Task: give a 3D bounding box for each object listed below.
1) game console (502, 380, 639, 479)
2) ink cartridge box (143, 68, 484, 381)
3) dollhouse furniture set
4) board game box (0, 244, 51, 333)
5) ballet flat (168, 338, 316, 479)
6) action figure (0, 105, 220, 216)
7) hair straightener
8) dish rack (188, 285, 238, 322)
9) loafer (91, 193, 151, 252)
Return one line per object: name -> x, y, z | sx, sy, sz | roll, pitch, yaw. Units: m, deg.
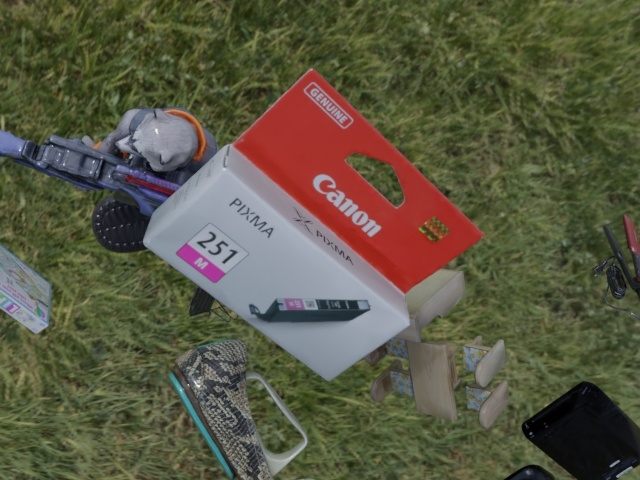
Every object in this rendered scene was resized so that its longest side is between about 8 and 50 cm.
game console -> 0.352, 0.387, 1.276 | 0.213, 0.361, 0.044 | 41, 17, -30
ink cartridge box -> 0.000, 0.000, 0.804 | 0.275, 0.239, 0.060 | 40, 26, -23
dollhouse furniture set -> 0.158, 0.185, 1.222 | 0.161, 0.212, 0.242 | -32, 119, -45
board game box -> -0.475, 0.060, 1.172 | 0.026, 0.103, 0.154 | -34, 126, 9
ballet flat -> -0.096, 0.391, 1.310 | 0.182, 0.164, 0.483 | -21, 97, -18
action figure -> -0.269, -0.135, 1.074 | 0.341, 0.330, 0.178 | 20, 84, -25
hair straightener -> 0.539, 0.055, 1.392 | 0.047, 0.089, 0.230 | 39, 37, -31
dish rack -> -0.137, 0.076, 1.555 | 0.074, 0.208, 0.271 | 39, 27, 24
loafer -> -0.210, -0.068, 1.355 | 0.366, 0.130, 0.134 | -5, 106, -11
